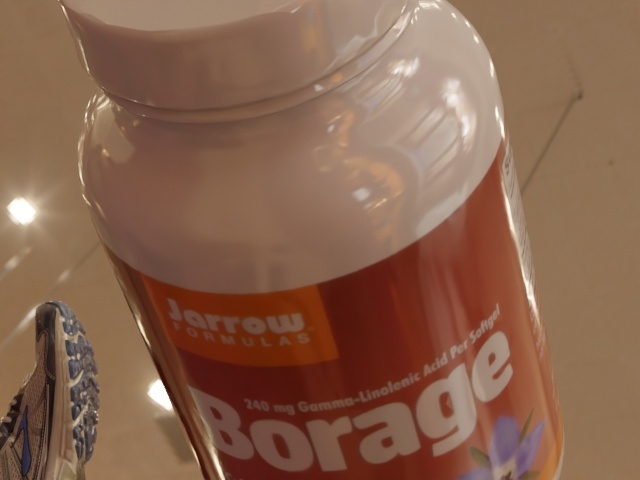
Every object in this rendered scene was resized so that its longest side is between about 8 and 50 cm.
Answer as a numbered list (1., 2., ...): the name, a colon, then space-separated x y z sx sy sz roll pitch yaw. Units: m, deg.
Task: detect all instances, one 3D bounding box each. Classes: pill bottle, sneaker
1. pill bottle: 0.000 0.000 0.459 0.121 0.121 0.216 5 -45 24
2. sneaker: -0.133 0.094 0.705 0.058 0.052 0.135 0 -100 3
